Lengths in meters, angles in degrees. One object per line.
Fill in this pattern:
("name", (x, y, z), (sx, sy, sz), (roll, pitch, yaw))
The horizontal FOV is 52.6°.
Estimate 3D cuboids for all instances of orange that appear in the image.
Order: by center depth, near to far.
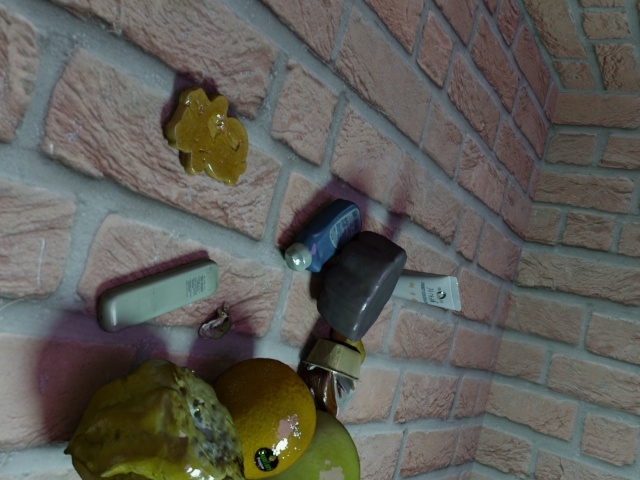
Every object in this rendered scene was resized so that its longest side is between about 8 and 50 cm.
("orange", (-0.146, 0.408, 1.489), (0.274, 0.274, 0.274), (-23, 118, -52))

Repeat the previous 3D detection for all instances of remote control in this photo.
("remote control", (-0.320, 0.110, 1.334), (0.309, 0.038, 0.090), (-22, 118, -52))

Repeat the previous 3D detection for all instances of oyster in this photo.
("oyster", (-0.245, 0.193, 1.497), (0.083, 0.038, 0.081), (0, 73, -30))

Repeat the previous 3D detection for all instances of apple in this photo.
("apple", (-0.020, 0.595, 1.715), (0.295, 0.258, 0.233), (-20, 158, -48))

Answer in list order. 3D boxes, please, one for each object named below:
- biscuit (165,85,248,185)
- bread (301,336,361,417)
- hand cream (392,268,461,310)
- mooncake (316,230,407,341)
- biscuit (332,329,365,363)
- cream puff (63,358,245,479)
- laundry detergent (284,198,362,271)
("biscuit", (-0.231, -0.216, 1.376), (0.249, 0.035, 0.184), (33, 72, -56))
("bread", (0.037, 0.399, 1.875), (0.224, 0.142, 0.212), (36, 67, -55))
("hand cream", (0.291, 0.143, 2.031), (0.089, 0.314, 0.140), (-51, 135, -40))
("mooncake", (0.116, 0.126, 1.835), (0.306, 0.154, 0.306), (-48, 160, -25))
("biscuit", (0.087, 0.326, 2.036), (0.118, 0.029, 0.247), (-44, 135, -32))
("cream puff", (-0.312, 0.401, 1.231), (0.291, 0.257, 0.324), (64, 6, 26))
("laundry detergent", (0.000, 0.000, 1.754), (0.290, 0.094, 0.143), (-36, 138, -43))
